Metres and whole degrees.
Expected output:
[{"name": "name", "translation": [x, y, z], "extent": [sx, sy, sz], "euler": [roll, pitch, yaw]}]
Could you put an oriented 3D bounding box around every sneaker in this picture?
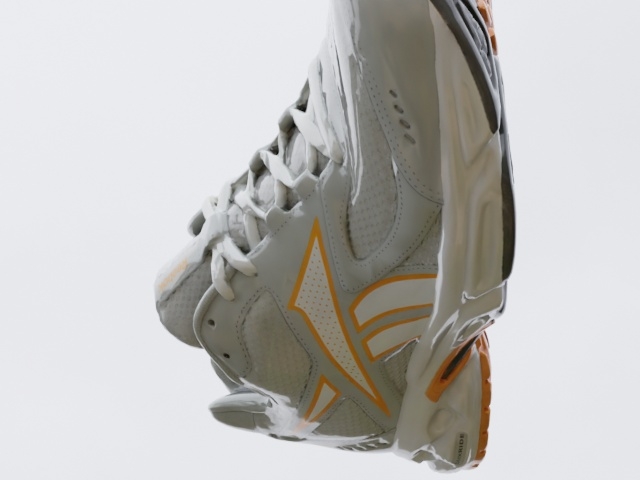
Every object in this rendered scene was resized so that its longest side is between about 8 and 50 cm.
[{"name": "sneaker", "translation": [0.000, 0.000, 0.524], "extent": [0.121, 0.099, 0.262], "euler": [-1, -40, 1]}]
